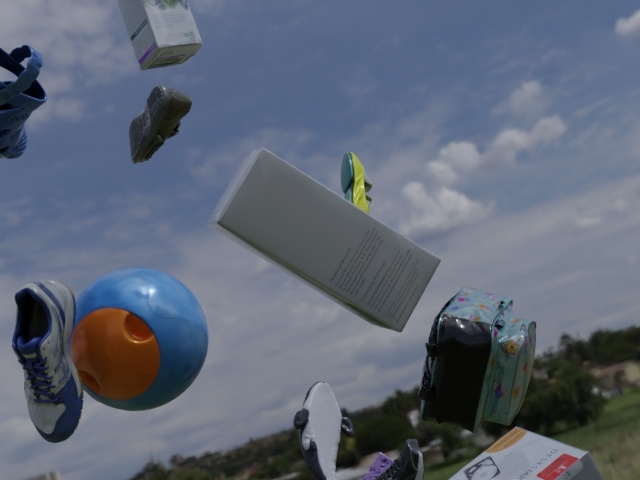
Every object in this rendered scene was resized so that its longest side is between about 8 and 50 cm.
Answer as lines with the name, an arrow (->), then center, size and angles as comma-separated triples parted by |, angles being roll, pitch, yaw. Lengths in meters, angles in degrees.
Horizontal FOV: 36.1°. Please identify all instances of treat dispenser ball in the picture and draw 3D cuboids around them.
treat dispenser ball -> -0.369, 0.197, 1.974 | 0.288, 0.288, 0.288 | -17, -13, -4

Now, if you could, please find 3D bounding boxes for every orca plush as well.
orca plush -> 0.002, 0.490, 2.353 | 0.151, 0.287, 0.102 | -6, -26, -31

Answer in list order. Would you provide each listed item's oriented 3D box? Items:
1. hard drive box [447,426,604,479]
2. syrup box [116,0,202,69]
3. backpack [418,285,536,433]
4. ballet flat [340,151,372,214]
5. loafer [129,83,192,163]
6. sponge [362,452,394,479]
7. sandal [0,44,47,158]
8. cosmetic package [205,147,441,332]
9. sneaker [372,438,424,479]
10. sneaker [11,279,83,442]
hard drive box -> 0.363, 0.436, 1.743 | 0.181, 0.089, 0.232 | -34, 12, -18
syrup box -> -0.308, -0.437, 1.786 | 0.093, 0.236, 0.096 | -16, -6, -35
backpack -> 0.215, 0.153, 1.329 | 0.145, 0.165, 0.188 | 7, 20, 10
ballet flat -> 0.093, -0.123, 2.458 | 0.077, 0.230, 0.077 | 14, -43, -16
loafer -> -0.336, -0.233, 2.058 | 0.088, 0.094, 0.251 | 4, -24, -28
sponge -> 0.185, 0.562, 2.109 | 0.117, 0.210, 0.031 | -55, -21, -12
sandal -> -0.575, -0.260, 1.826 | 0.138, 0.126, 0.317 | -2, -29, -9
cosmetic package -> 0.000, 0.000, 1.707 | 0.155, 0.366, 0.197 | -61, 9, -6
sneaker -> 0.128, 0.436, 1.749 | 0.077, 0.178, 0.072 | 13, 14, -14
sneaker -> -0.507, 0.218, 1.764 | 0.112, 0.296, 0.131 | -9, -6, 13
